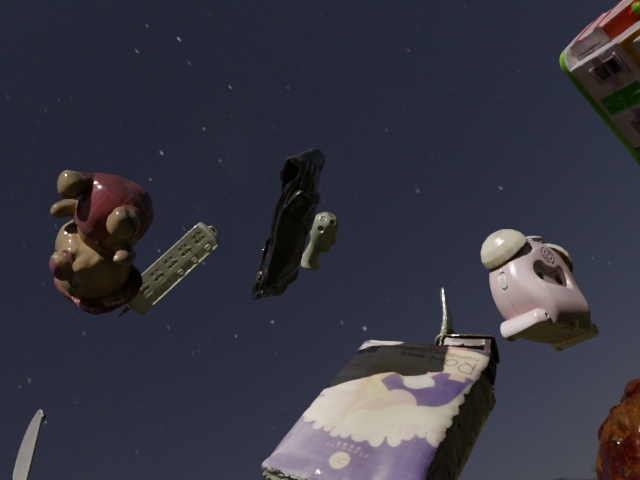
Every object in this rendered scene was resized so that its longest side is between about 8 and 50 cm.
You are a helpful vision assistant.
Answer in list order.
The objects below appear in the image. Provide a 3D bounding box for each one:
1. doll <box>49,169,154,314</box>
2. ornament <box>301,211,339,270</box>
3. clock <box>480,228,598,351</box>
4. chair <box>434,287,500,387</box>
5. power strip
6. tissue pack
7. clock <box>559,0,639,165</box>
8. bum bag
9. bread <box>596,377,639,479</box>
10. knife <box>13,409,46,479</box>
[{"bbox_3d":[-0.385,0.012,1.000,0.152,0.196,0.256,3,-51,-35],"label":"doll"},{"bbox_3d":[0.000,0.000,1.495,0.074,0.081,0.156,-29,-31,-57],"label":"ornament"},{"bbox_3d":[0.637,0.137,1.710,0.342,0.326,0.184,20,-42,-35],"label":"clock"},{"bbox_3d":[0.422,0.305,1.685,0.186,0.319,0.160,-2,-40,26],"label":"chair"},{"bbox_3d":[-0.301,0.062,1.134,0.252,0.027,0.060,-44,-81,-9],"label":"power strip"},{"bbox_3d":[0.105,0.287,0.880,0.343,0.242,0.126,-40,-59,-49],"label":"tissue pack"},{"bbox_3d":[0.524,-0.259,0.785,0.166,0.235,0.309,-44,5,-22],"label":"clock"},{"bbox_3d":[-0.048,-0.025,0.909,0.123,0.059,0.249,-26,-40,-65],"label":"bum bag"},{"bbox_3d":[0.390,0.280,0.641,0.135,0.247,0.232,4,-32,-2],"label":"bread"},{"bbox_3d":[-0.729,0.585,1.419,0.043,0.081,0.336,26,-113,-52],"label":"knife"}]
